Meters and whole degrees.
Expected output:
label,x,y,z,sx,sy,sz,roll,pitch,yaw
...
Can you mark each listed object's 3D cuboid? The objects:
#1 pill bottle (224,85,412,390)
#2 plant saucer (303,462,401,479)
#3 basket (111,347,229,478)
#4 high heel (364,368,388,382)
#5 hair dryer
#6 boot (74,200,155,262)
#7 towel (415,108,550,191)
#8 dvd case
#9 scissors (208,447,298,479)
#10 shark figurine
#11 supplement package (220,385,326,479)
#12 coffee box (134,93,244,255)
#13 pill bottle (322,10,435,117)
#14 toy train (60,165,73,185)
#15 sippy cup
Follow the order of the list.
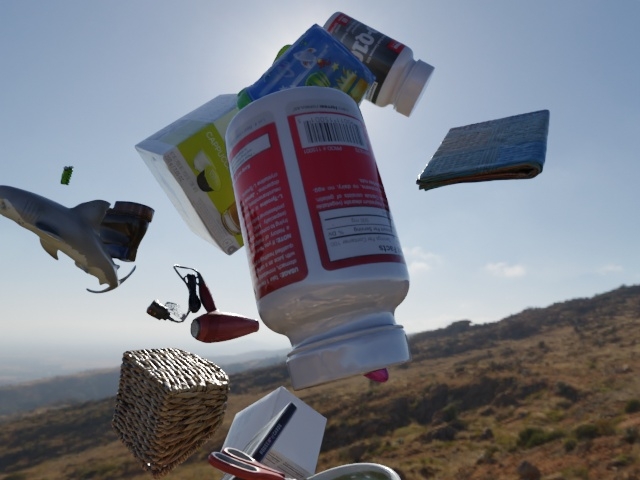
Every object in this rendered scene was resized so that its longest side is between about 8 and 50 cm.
label,x,y,z,sx,sy,sz,roll,pitch,yaw
pill bottle,0.000,0.000,0.747,0.228,0.408,0.229,-12,-16,-4
plant saucer,0.031,0.719,1.268,0.400,0.101,0.400,-19,0,0
basket,-0.380,0.428,1.288,0.213,0.223,0.299,8,3,-44
high heel,0.111,0.309,1.449,0.082,0.244,0.117,-34,-22,-15
hair dryer,-0.295,0.176,1.340,0.293,0.224,0.080,33,-53,-8
boot,-0.415,-0.013,0.945,0.219,0.106,0.082,-2,-20,32
towel,0.408,-0.224,1.207,0.271,0.040,0.370,-5,28,30
dvd case,-0.156,0.485,1.117,0.179,0.029,0.238,-49,-5,28
scissors,-0.063,0.445,0.908,0.296,0.021,0.109,20,-11,7
shark figurine,-0.368,-0.003,0.800,0.166,0.116,0.278,11,-32,36
supplement package,-0.152,0.633,1.553,0.198,0.199,0.262,40,-55,-15
coffee box,-0.288,-0.215,1.491,0.334,0.338,0.338,-38,29,-19
pill bottle,0.131,-0.436,1.244,0.283,0.161,0.161,29,-9,6
toy train,-0.658,-0.169,1.286,0.023,0.017,0.083,10,-31,-30
sippy cup,-0.016,-0.302,1.022,0.224,0.305,0.240,-47,-9,20
